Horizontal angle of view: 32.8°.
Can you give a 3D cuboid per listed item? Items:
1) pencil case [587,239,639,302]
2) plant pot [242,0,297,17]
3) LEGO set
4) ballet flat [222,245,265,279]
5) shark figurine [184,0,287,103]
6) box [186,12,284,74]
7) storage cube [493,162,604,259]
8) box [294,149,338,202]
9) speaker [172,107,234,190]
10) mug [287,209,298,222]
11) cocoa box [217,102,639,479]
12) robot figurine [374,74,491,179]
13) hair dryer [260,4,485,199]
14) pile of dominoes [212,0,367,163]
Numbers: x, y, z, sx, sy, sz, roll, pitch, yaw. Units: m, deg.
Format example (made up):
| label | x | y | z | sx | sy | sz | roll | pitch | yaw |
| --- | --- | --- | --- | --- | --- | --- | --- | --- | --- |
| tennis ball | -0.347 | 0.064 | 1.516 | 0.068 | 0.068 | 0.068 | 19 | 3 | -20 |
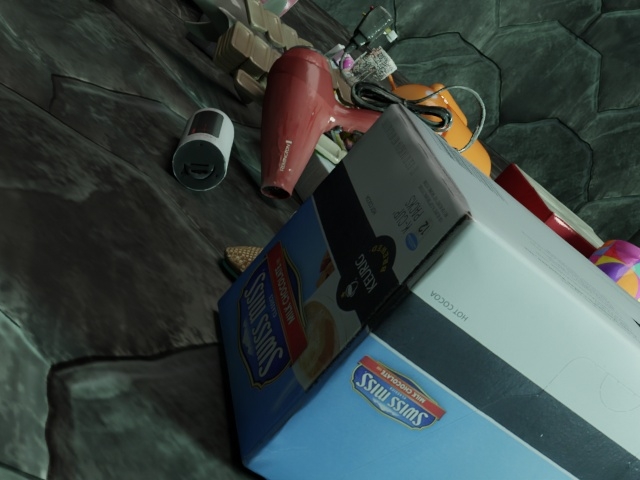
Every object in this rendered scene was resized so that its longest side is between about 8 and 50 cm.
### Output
| label | x | y | z | sx | sy | sz | roll | pitch | yaw |
| --- | --- | --- | --- | --- | --- | --- | --- | --- | --- |
| pencil case | 0.330 | 0.102 | 1.374 | 0.104 | 0.236 | 0.104 | 41 | -21 | 19 |
| plant pot | -0.125 | -0.470 | 1.890 | 0.180 | 0.201 | 0.201 | 46 | 13 | -16 |
| LEGO set | 0.073 | -0.185 | 1.781 | 0.287 | 0.132 | 0.107 | 38 | 22 | -41 |
| ballet flat | 0.006 | 0.054 | 1.002 | 0.206 | 0.067 | 0.073 | 37 | 16 | -16 |
| shark figurine | -0.152 | -0.301 | 1.450 | 0.278 | 0.166 | 0.116 | 34 | 27 | -26 |
| box | -0.116 | -0.307 | 1.747 | 0.183 | 0.056 | 0.231 | 37 | 15 | -12 |
| storage cube | 0.293 | 0.040 | 1.543 | 0.215 | 0.193 | 0.183 | 37 | 15 | -23 |
| box | 0.086 | 0.003 | 1.387 | 0.232 | 0.058 | 0.322 | 30 | 20 | -39 |
| speaker | -0.121 | -0.097 | 1.134 | 0.055 | 0.055 | 0.136 | 39 | 15 | -13 |
| mug | 0.001 | -0.004 | 1.179 | 0.064 | 0.062 | 0.078 | 21 | 18 | -36 |
| cocoa box | 0.126 | 0.110 | 0.831 | 0.347 | 0.228 | 0.231 | 36 | 15 | -23 |
| robot figurine | 0.137 | -0.114 | 1.421 | 0.219 | 0.158 | 0.128 | 45 | 5 | -33 |
| hair dryer | 0.037 | -0.151 | 1.290 | 0.223 | 0.293 | 0.080 | 48 | -18 | 17 |
| pile of dominoes | -0.029 | -0.191 | 1.423 | 0.251 | 0.040 | 0.196 | 37 | 36 | -26 |
